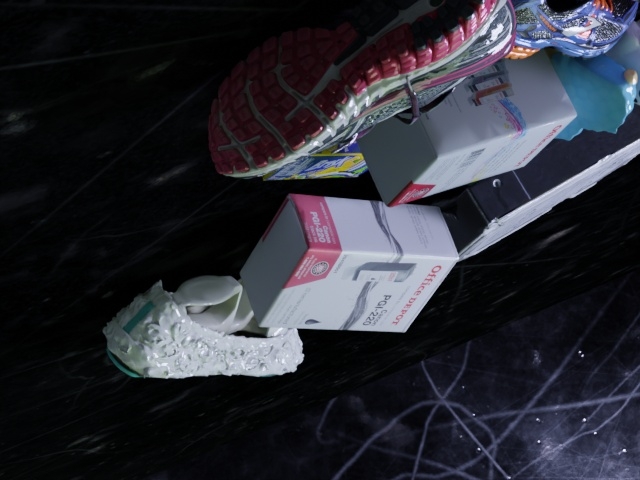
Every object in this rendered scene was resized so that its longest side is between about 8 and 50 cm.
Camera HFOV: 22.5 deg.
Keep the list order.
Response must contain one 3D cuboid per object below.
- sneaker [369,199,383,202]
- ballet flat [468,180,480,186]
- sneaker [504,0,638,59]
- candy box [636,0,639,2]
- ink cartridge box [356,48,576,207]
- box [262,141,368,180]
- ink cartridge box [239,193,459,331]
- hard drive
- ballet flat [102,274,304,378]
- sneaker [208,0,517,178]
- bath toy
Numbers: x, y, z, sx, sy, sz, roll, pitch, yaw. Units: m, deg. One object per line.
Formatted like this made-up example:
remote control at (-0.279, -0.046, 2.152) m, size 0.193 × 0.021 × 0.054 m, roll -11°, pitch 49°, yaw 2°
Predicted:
sneaker at (0.000, 0.000, 2.035) m, size 0.190 × 0.071 × 0.083 m, roll -26°, pitch 161°, yaw 8°
ballet flat at (0.213, -0.118, 2.005) m, size 0.052 × 0.057 × 0.168 m, roll -49°, pitch 180°, yaw -21°
sneaker at (0.240, -0.226, 1.543) m, size 0.221 × 0.083 × 0.087 m, roll -16°, pitch 157°, yaw -43°
candy box at (0.384, -0.235, 1.509) m, size 0.165 × 0.196 × 0.070 m, roll -4°, pitch 114°, yaw -56°
ink cartridge box at (0.138, -0.132, 1.620) m, size 0.176 × 0.127 × 0.128 m, roll -17°, pitch 164°, yaw -27°
box at (-0.001, -0.100, 1.652) m, size 0.054 × 0.059 × 0.169 m, roll -31°, pitch 165°, yaw 32°
ink cartridge box at (0.036, 0.031, 1.972) m, size 0.218 × 0.092 × 0.158 m, roll 2°, pitch 139°, yaw -31°
hard drive at (0.304, -0.085, 2.103) m, size 0.339 × 0.064 × 0.237 m, roll -30°, pitch 173°, yaw -20°
ballet flat at (-0.123, 0.110, 2.140) m, size 0.147 × 0.147 × 0.409 m, roll -30°, pitch 166°, yaw 25°
sneaker at (0.036, -0.132, 1.405) m, size 0.299 × 0.121 × 0.112 m, roll -27°, pitch 147°, yaw 15°
bath toy at (0.385, -0.213, 1.722) m, size 0.348 × 0.151 × 0.129 m, roll -25°, pitch 146°, yaw -26°
